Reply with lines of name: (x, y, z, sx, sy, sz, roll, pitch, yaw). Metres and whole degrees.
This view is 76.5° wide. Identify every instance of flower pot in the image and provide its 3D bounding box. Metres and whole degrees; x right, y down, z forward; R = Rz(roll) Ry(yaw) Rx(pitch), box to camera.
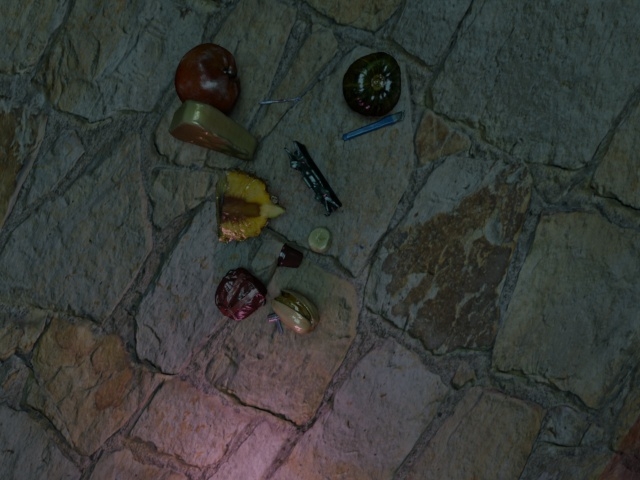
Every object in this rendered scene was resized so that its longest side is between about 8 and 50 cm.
flower pot: (-0.130, 0.077, 1.789, 0.089, 0.111, 0.111, 19, 93, -15)

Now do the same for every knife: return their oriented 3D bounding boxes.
knife: (0.235, -0.503, 1.782, 0.297, 0.026, 0.044, -19, 89, 5)

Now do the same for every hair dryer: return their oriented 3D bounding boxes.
hair dryer: (-0.195, 0.382, 1.834, 0.063, 0.037, 0.114, -15, 100, 4)

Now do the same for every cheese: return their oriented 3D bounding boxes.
cheese: (-0.428, -0.442, 1.691, 0.384, 0.384, 0.104, 18, 86, 0)

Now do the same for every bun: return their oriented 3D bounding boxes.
bun: (0.000, 0.000, 1.791, 0.115, 0.069, 0.115, -2, 72, 7)

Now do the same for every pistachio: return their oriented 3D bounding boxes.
pistachio: (-0.109, 0.309, 1.779, 0.229, 0.157, 0.157, 40, 93, 5)

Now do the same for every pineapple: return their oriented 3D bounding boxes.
pineapple: (-0.309, -0.169, 1.765, 0.286, 0.209, 0.344, 0, 119, -25)

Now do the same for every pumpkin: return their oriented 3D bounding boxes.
pumpkin: (0.211, -0.651, 1.704, 0.260, 0.189, 0.260, -5, 107, -17)

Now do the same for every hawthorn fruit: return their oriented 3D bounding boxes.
hawthorn fruit: (-0.463, -0.655, 1.675, 0.284, 0.284, 0.284, 0, 93, 1)

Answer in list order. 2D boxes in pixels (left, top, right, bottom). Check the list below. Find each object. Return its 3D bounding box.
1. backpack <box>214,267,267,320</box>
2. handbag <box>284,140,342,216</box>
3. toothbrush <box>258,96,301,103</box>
backpack: (-0.355, 0.243, 1.775, 0.229, 0.139, 0.229, 0, 92, 1)
handbag: (-0.029, -0.253, 1.696, 0.089, 0.238, 0.326, -33, 91, 7)
toothbrush: (-0.179, -0.615, 1.790, 0.193, 0.019, 0.013, -5, 93, 3)
